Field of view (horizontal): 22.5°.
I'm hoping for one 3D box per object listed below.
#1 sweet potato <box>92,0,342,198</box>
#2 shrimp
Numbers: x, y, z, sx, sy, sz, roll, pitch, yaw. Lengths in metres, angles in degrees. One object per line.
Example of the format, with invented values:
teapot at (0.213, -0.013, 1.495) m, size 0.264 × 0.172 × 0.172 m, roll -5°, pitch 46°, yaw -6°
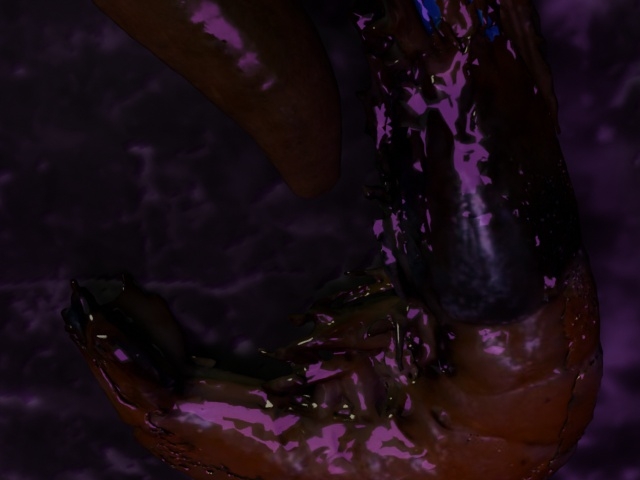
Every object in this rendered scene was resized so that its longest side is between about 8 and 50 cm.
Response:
sweet potato at (-0.059, -0.119, 0.539) m, size 0.077 × 0.077 × 0.243 m, roll -31°, pitch 96°, yaw 19°
shrimp at (0.000, 0.000, 0.646) m, size 0.222 × 0.054 × 0.290 m, roll -3°, pitch 120°, yaw 7°
